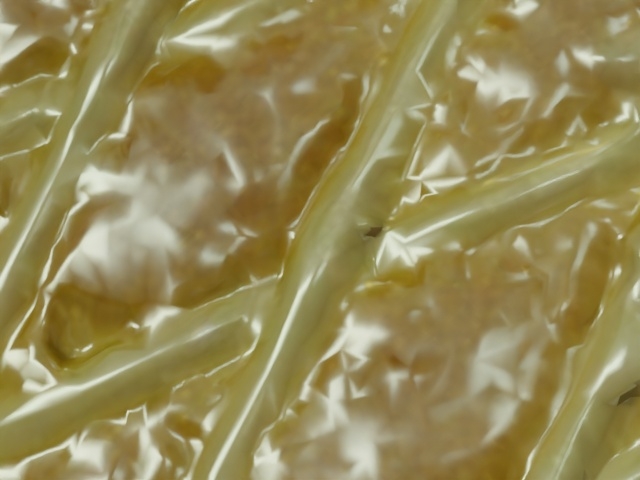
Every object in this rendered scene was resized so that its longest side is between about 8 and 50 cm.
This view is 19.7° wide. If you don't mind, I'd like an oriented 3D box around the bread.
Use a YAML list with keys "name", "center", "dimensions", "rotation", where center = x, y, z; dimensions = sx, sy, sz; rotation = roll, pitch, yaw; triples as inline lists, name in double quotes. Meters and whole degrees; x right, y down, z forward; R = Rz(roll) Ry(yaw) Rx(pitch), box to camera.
- name: "bread"
  center: [0.000, 0.000, 0.668]
  dimensions: [0.390, 0.371, 0.279]
  rotation: [-44, -22, -4]
